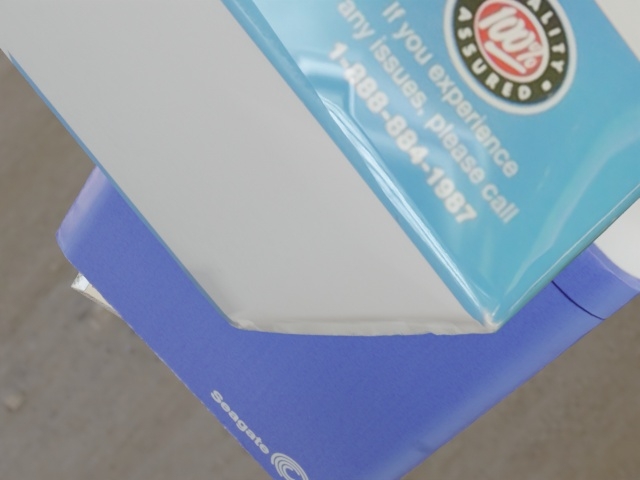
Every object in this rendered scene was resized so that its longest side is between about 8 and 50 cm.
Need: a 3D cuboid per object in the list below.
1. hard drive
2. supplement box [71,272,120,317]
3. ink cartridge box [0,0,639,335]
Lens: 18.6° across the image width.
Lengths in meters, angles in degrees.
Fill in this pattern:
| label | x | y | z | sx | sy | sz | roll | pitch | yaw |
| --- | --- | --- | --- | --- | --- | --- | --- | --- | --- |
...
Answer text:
| label | x | y | z | sx | sy | sz | roll | pitch | yaw |
| --- | --- | --- | --- | --- | --- | --- | --- | --- | --- |
| hard drive | 0.000 | 0.000 | 0.871 | 0.040 | 0.210 | 0.319 | -41 | -4 | -32 |
| supplement box | -0.128 | 0.035 | 1.460 | 0.062 | 0.098 | 0.036 | -60 | 23 | -10 |
| ink cartridge box | 0.042 | -0.136 | 0.498 | 0.270 | 0.198 | 0.197 | -41 | 10 | -16 |
